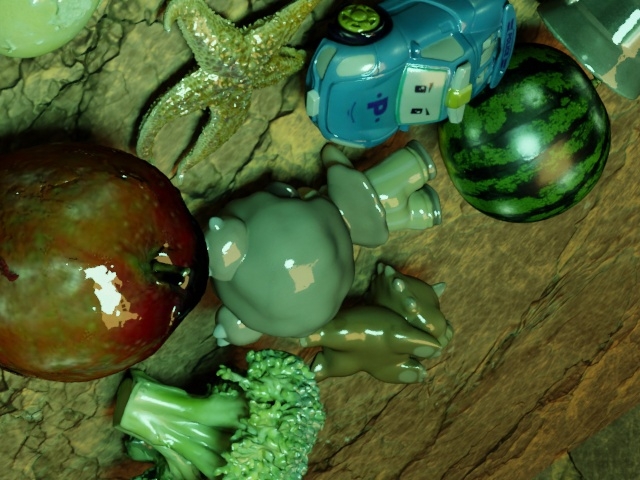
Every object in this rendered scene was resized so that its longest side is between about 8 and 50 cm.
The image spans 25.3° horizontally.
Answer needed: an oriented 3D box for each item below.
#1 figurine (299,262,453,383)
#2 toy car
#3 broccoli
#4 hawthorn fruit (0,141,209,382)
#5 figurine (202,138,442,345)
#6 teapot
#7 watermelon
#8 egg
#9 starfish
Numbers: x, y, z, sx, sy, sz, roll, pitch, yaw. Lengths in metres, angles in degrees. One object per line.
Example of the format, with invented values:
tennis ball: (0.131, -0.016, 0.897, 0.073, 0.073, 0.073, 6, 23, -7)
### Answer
figurine: (0.089, 0.127, 2.294, 0.247, 0.173, 0.177, -5, 141, 2)
toy car: (0.122, -0.221, 1.849, 0.314, 0.166, 0.198, -30, 145, -30)
broccoli: (-0.153, 0.307, 2.144, 0.338, 0.317, 0.277, 79, 23, -72)
hawthorn fruit: (-0.281, 0.025, 1.632, 0.316, 0.316, 0.316, -28, 147, -20)
figurine: (0.001, -0.001, 1.979, 0.380, 0.203, 0.248, -30, 144, -20)
teapot: (0.474, -0.395, 1.984, 0.300, 0.253, 0.344, 33, 113, -24)
watermelon: (0.293, -0.155, 2.055, 0.269, 0.269, 0.269, -28, 147, -20)
egg: (-0.281, -0.271, 1.365, 0.164, 0.164, 0.201, -15, 137, -36)
starfish: (-0.096, -0.204, 1.751, 0.302, 0.060, 0.299, -28, 145, -21)
